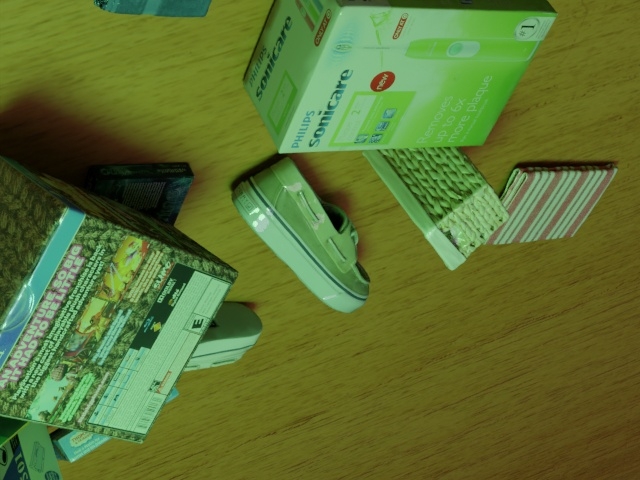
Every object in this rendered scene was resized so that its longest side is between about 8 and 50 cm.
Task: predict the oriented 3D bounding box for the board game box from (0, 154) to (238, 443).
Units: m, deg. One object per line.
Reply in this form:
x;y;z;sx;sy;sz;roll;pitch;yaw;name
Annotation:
-0.271;0.071;1.497;0.291;0.141;0.232;25;96;-53;board game box

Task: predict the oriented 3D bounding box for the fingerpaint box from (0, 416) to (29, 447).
-0.587;0.303;1.542;0.445;0.163;0.371;-36;-177;12;fingerpaint box

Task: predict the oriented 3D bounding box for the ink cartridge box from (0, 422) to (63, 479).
-0.381;0.277;1.764;0.046;0.207;0.097;0;138;-33;ink cartridge box

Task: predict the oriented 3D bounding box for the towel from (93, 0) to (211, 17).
-0.163;-0.256;1.372;0.119;0.029;0.067;-1;138;-33;towel

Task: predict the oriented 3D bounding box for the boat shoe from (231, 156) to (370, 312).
0.000;0.000;1.759;0.094;0.109;0.302;-36;143;8;boat shoe

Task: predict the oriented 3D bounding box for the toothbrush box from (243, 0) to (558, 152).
0.086;-0.213;1.523;0.283;0.122;0.206;-3;139;-30;toothbrush box

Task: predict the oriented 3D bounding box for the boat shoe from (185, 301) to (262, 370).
-0.196;0.142;1.817;0.258;0.095;0.084;1;132;-35;boat shoe

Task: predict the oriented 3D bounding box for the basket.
0.147;-0.067;1.720;0.103;0.167;0.113;-37;146;5;basket

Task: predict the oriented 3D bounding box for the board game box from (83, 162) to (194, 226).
-0.236;-0.017;1.639;0.126;0.026;0.186;-3;139;-32;board game box

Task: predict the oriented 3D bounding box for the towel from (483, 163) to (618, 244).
0.327;-0.056;1.986;0.197;0.029;0.144;-4;140;-35;towel

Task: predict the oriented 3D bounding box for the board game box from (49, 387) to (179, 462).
-0.280;0.233;1.805;0.160;0.039;0.211;-32;-177;-19;board game box
